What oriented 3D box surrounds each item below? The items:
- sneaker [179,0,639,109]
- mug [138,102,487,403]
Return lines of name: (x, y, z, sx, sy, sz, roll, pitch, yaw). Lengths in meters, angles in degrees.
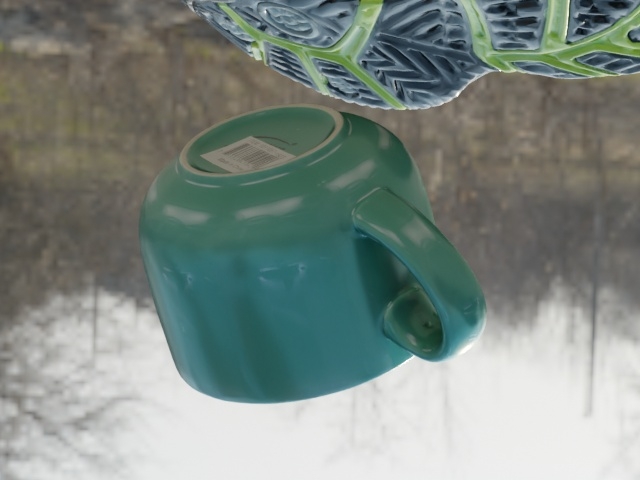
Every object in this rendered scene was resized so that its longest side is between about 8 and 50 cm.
sneaker: (0.067, -0.168, 0.918, 0.385, 0.147, 0.145, 4, 157, 45)
mug: (-0.002, -0.004, 0.733, 0.158, 0.097, 0.129, -7, -154, 17)
